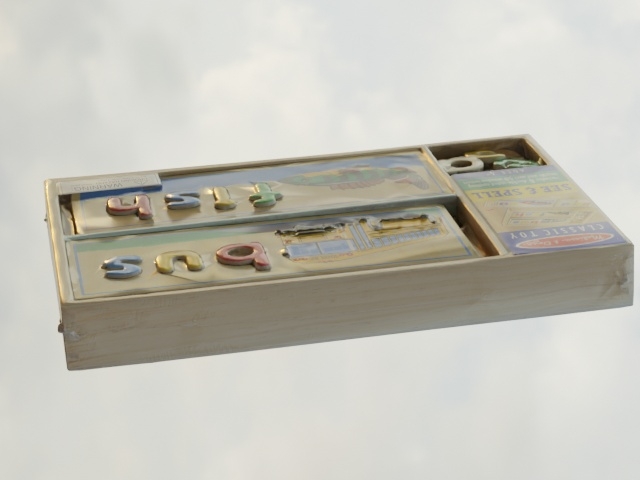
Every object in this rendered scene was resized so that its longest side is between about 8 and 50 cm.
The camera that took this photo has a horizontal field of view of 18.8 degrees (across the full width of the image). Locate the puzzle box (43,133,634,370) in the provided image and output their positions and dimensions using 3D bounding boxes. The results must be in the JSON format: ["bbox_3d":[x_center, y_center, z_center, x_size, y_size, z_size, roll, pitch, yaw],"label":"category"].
[{"bbox_3d":[0.000,0.000,1.452,0.272,0.409,0.052,-118,-157,-66],"label":"puzzle box"}]
